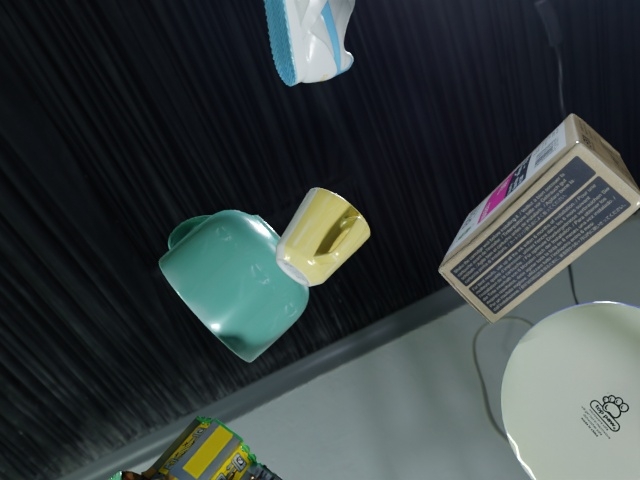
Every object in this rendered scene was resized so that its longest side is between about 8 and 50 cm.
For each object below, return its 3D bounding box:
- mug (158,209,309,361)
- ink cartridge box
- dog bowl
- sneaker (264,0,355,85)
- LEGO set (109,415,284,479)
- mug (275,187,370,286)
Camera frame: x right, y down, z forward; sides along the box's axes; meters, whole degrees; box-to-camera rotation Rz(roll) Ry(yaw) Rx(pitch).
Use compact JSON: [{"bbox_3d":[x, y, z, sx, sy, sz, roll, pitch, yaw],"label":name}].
[{"bbox_3d":[-0.082,0.025,0.506,0.097,0.158,0.129,-41,-4,-7],"label":"mug"},{"bbox_3d":[0.250,-0.036,0.612,0.193,0.088,0.234,-48,-4,29],"label":"ink cartridge box"},{"bbox_3d":[0.370,0.211,0.659,0.264,0.104,0.265,-12,71,40],"label":"dog bowl"},{"bbox_3d":[-0.015,-0.303,0.611,0.092,0.229,0.087,-16,27,-21],"label":"sneaker"},{"bbox_3d":[-0.039,0.302,0.340,0.331,0.255,0.192,36,50,11],"label":"LEGO set"},{"bbox_3d":[-0.003,-0.001,0.417,0.062,0.078,0.064,35,71,11],"label":"mug"}]
